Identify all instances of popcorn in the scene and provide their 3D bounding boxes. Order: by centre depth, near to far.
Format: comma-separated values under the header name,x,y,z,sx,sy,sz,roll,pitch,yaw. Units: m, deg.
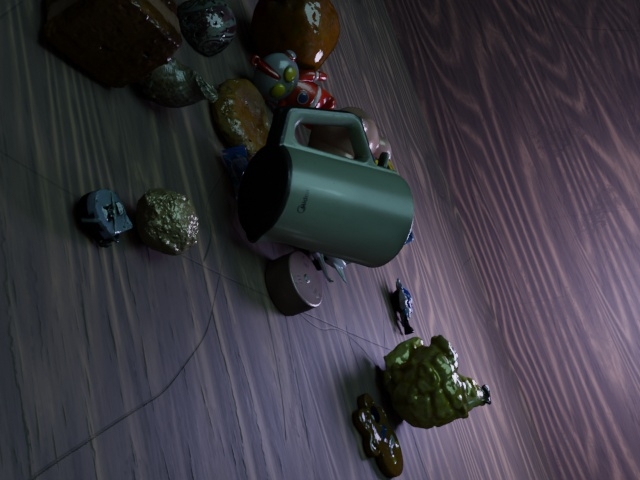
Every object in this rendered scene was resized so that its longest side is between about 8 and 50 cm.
name,x,y,z,sx,sy,sz,roll,pitch,yaw
popcorn,0.314,0.406,1.987,0.293,0.237,0.293,39,39,-40

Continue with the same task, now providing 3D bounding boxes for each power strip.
name,x,y,z,sx,sy,sz,roll,pitch,yaw
power strip,-0.061,0.106,1.676,0.154,0.078,0.154,46,30,-37

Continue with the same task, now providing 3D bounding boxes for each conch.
name,x,y,z,sx,sy,sz,roll,pitch,yaw
conch,-0.313,-0.353,1.495,0.155,0.207,0.130,-69,175,-65

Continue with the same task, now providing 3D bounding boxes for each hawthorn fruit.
name,x,y,z,sx,sy,sz,roll,pitch,yaw
hawthorn fruit,-0.086,-0.654,2.057,0.298,0.277,0.277,60,20,-53

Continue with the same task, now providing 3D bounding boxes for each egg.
name,x,y,z,sx,sy,sz,roll,pitch,yaw
egg,-0.290,-0.037,1.289,0.140,0.116,0.118,56,-3,-22

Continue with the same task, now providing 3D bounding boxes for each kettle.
name,x,y,z,sx,sy,sz,roll,pitch,yaw
kettle,0.022,-0.138,1.662,0.377,0.250,0.361,13,96,-35

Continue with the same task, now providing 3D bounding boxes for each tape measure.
name,x,y,z,sx,sy,sz,roll,pitch,yaw
tape measure,-0.377,-0.042,1.188,0.094,0.054,0.091,67,24,-22

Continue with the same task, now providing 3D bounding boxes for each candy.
name,x,y,z,sx,sy,sz,roll,pitch,yaw
candy,-0.198,-0.163,1.681,0.088,0.038,0.136,-28,106,-56

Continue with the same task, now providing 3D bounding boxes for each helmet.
name,x,y,z,sx,sy,sz,roll,pitch,yaw
helmet,-0.285,-0.576,1.803,0.153,0.107,0.177,64,23,-12

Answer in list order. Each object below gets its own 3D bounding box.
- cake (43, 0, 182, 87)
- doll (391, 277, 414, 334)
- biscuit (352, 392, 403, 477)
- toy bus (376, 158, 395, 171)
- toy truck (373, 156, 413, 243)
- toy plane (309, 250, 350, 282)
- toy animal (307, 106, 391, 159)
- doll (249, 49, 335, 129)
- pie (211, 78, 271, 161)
name,x,y,z,sx,sy,sz,roll,pitch,yaw
cake,-0.415,-0.480,1.354,0.199,0.196,0.293,33,36,-54
doll,0.276,0.217,2.293,0.096,0.070,0.195,87,-6,-66
biscuit,0.160,0.520,1.813,0.236,0.039,0.180,60,23,-17
toy bus,0.202,-0.225,2.448,0.331,0.145,0.151,63,22,-14
toy truck,0.172,-0.148,2.310,0.385,0.161,0.162,60,13,-12
toy plane,-0.004,0.002,1.866,0.255,0.101,0.251,47,30,-28
toy animal,0.054,-0.239,1.998,0.237,0.269,0.326,36,41,-57
doll,-0.088,-0.449,2.009,0.336,0.200,0.105,32,11,-46
pie,-0.188,-0.309,1.808,0.273,0.069,0.273,42,39,-46
